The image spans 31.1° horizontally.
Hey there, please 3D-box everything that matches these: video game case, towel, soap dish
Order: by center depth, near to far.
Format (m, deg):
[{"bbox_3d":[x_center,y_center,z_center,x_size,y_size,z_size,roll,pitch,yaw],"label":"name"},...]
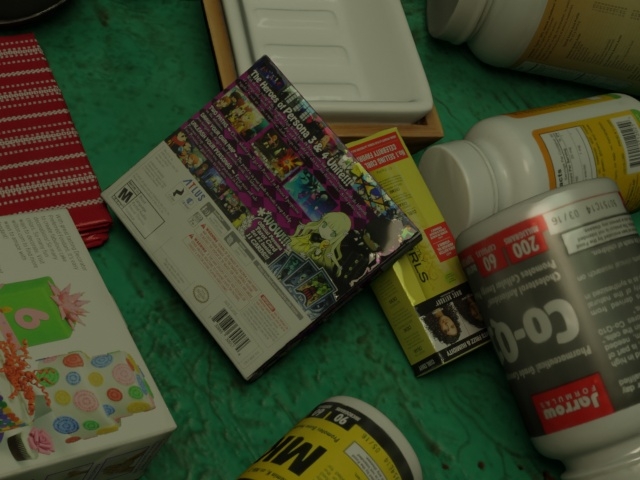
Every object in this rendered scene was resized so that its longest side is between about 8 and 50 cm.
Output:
[{"bbox_3d":[-0.057,-0.022,1.077,0.210,0.042,0.232,-41,77,0],"label":"video game case"},{"bbox_3d":[-0.336,-0.090,1.128,0.198,0.031,0.275,-13,58,-24],"label":"towel"},{"bbox_3d":[-0.014,-0.208,1.260,0.228,0.118,0.291,-2,55,-19],"label":"soap dish"}]

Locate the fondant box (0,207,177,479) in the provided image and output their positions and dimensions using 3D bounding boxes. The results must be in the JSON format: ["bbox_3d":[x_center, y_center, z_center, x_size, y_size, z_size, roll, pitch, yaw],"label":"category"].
[{"bbox_3d":[-0.313,0.108,0.903,0.330,0.096,0.238,-10,57,-38],"label":"fondant box"}]

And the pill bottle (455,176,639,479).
[{"bbox_3d":[0.245,0.100,1.045,0.161,0.161,0.283,-16,79,-27],"label":"pill bottle"}]

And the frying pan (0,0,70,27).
[{"bbox_3d":[-0.397,-0.311,1.259,0.326,0.053,0.197,6,61,9],"label":"frying pan"}]

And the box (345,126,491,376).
[{"bbox_3d":[0.085,0.010,1.127,0.087,0.058,0.232,-21,79,-30],"label":"box"}]

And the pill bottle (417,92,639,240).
[{"bbox_3d":[0.232,-0.072,1.224,0.245,0.136,0.136,-13,59,-25],"label":"pill bottle"}]

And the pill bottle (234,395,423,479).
[{"bbox_3d":[-0.022,0.230,0.930,0.119,0.119,0.208,41,53,14],"label":"pill bottle"}]

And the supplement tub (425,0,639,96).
[{"bbox_3d":[0.302,-0.303,1.358,0.316,0.228,0.228,10,52,-10],"label":"supplement tub"}]
